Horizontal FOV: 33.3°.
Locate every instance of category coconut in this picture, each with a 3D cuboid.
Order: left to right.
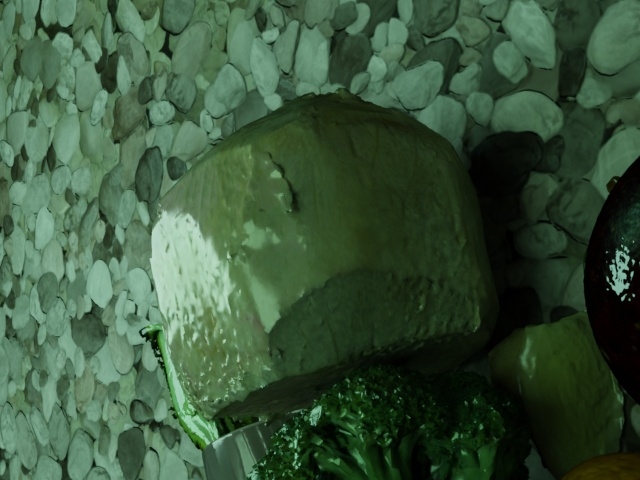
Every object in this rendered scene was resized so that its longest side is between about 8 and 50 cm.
[{"bbox_3d":[0.000,0.000,1.253,0.405,0.405,0.404,-2,88,47],"label":"coconut"}]

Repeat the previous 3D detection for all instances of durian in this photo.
[{"bbox_3d":[-0.165,0.256,1.617,0.375,0.107,0.132,52,122,35],"label":"durian"}]

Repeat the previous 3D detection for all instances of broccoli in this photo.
[{"bbox_3d":[0.070,0.290,1.100,0.310,0.414,0.320,-17,72,52],"label":"broccoli"}]

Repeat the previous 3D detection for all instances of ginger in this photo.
[{"bbox_3d":[0.253,0.187,1.194,0.123,0.115,0.193,-31,69,62],"label":"ginger"}]

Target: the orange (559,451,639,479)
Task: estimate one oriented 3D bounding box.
[{"bbox_3d":[0.312,0.324,1.008,0.246,0.246,0.246,-2,88,47],"label":"orange"}]

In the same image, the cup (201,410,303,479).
[{"bbox_3d":[-0.027,0.366,1.369,0.288,0.208,0.273,98,158,-68],"label":"cup"}]

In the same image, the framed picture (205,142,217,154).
[{"bbox_3d":[-0.153,-0.036,1.679,0.150,0.015,0.203,29,110,44],"label":"framed picture"}]

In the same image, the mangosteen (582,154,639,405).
[{"bbox_3d":[0.369,0.013,0.936,0.306,0.306,0.359,-62,25,25],"label":"mangosteen"}]
